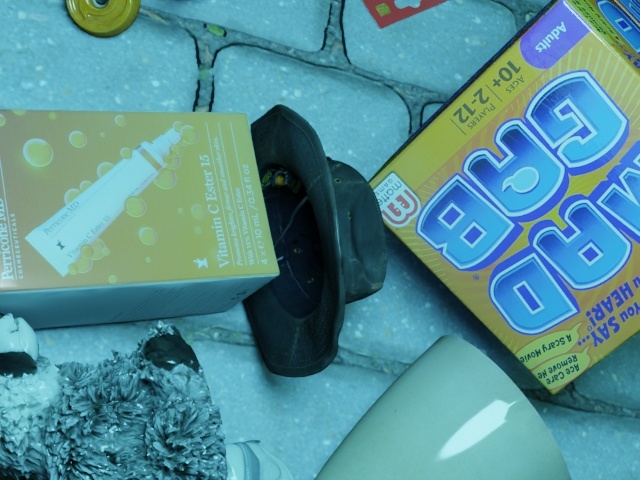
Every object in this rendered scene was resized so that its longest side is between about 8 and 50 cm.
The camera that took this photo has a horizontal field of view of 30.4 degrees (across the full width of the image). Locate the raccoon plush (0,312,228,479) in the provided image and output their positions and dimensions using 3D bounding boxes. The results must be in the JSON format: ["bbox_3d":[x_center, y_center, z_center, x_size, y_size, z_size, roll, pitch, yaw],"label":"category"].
[{"bbox_3d":[-0.247,0.280,1.239,0.299,0.216,0.446,-16,70,-21],"label":"raccoon plush"}]

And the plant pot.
[{"bbox_3d":[0.116,0.296,1.414,0.274,0.256,0.256,-34,85,-16],"label":"plant pot"}]

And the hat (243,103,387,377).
[{"bbox_3d":[0.000,0.000,1.431,0.134,0.331,0.331,-3,70,-29],"label":"hat"}]

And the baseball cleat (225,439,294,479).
[{"bbox_3d":[-0.066,0.336,1.394,0.109,0.072,0.205,-5,75,-34],"label":"baseball cleat"}]

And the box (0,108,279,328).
[{"bbox_3d":[-0.251,-0.025,1.385,0.345,0.168,0.215,-3,73,-31],"label":"box"}]

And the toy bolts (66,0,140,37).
[{"bbox_3d":[-0.266,-0.402,1.610,0.218,0.158,0.228,-34,97,8],"label":"toy bolts"}]

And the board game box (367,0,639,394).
[{"bbox_3d":[0.335,-0.099,1.528,0.356,0.356,0.356,46,29,-1],"label":"board game box"}]

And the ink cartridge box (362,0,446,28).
[{"bbox_3d":[0.105,-0.457,1.825,0.181,0.056,0.224,-28,80,-31],"label":"ink cartridge box"}]
